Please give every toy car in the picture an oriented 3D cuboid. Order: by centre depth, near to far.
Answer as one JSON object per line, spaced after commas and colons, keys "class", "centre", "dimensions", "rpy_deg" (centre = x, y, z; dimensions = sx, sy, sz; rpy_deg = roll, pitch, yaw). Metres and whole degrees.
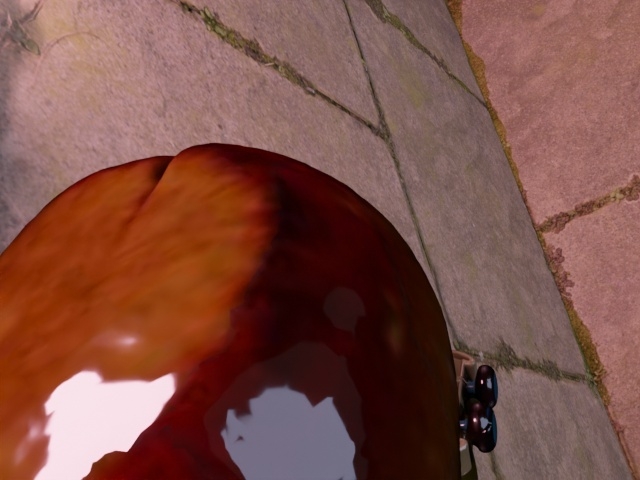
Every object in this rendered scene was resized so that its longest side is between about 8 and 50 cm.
{"class": "toy car", "centre": [0.143, 0.283, 1.013], "dimensions": [0.248, 0.204, 0.198], "rpy_deg": [-60, 141, -61]}

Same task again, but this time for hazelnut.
{"class": "hazelnut", "centre": [-0.092, 0.150, 0.505], "dimensions": [0.402, 0.402, 0.429], "rpy_deg": [42, 26, -36]}
